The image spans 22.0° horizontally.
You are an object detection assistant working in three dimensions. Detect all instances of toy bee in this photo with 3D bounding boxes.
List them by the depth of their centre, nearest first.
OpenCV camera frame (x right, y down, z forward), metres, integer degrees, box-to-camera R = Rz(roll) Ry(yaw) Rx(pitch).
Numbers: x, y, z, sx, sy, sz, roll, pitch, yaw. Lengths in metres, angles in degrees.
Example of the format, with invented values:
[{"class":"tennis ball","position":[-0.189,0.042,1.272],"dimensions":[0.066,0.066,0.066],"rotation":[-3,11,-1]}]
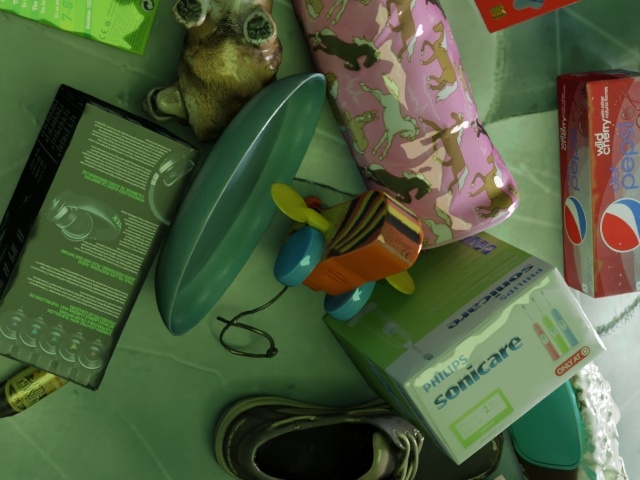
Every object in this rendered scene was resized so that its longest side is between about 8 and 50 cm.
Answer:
[{"class":"toy bee","position":[0.000,0.000,1.828],"dimensions":[0.195,0.298,0.162],"rotation":[51,41,-38]}]

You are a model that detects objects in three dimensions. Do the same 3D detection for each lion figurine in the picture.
[{"class":"lion figurine","position":[-0.095,-0.300,1.733],"dimensions":[0.142,0.240,0.392],"rotation":[9,88,0]}]

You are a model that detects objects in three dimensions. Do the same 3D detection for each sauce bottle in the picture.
[{"class":"sauce bottle","position":[-0.335,0.170,1.832],"dimensions":[0.128,0.042,0.042],"rotation":[-35,109,-8]}]

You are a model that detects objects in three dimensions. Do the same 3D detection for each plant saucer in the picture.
[{"class":"plant saucer","position":[-0.091,-0.046,1.745],"dimensions":[0.043,0.317,0.318],"rotation":[30,91,9]}]

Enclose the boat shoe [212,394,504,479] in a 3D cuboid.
[{"class":"boat shoe","position":[0.056,0.256,1.922],"dimensions":[0.355,0.130,0.132],"rotation":[0,101,-17]}]

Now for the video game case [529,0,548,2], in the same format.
[{"class":"video game case","position":[0.293,-0.449,1.891],"dimensions":[0.244,0.061,0.269],"rotation":[-31,108,-8]}]

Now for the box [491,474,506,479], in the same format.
[{"class":"box","position":[0.149,0.407,1.965],"dimensions":[0.257,0.122,0.128],"rotation":[-36,81,-8]}]

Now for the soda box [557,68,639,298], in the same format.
[{"class":"soda box","position":[0.343,-0.069,1.970],"dimensions":[0.092,0.083,0.263],"rotation":[-7,102,-16]}]

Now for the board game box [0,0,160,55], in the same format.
[{"class":"board game box","position":[-0.295,-0.295,1.754],"dimensions":[0.259,0.039,0.124],"rotation":[16,95,-22]}]

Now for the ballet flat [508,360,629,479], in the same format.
[{"class":"ballet flat","position":[0.317,0.269,2.025],"dimensions":[0.147,0.147,0.409],"rotation":[-16,108,-13]}]

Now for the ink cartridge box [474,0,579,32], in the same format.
[{"class":"ink cartridge box","position":[0.205,-0.325,1.854],"dimensions":[0.145,0.045,0.179],"rotation":[-17,109,33]}]

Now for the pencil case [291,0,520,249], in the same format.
[{"class":"pencil case","position":[0.091,-0.178,1.835],"dimensions":[0.167,0.160,0.386],"rotation":[-16,108,17]}]

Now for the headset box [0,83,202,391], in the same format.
[{"class":"headset box","position":[-0.255,-0.002,1.712],"dimensions":[0.131,0.246,0.283],"rotation":[23,92,-17]}]

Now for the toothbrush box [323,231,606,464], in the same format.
[{"class":"toothbrush box","position":[0.153,0.103,1.841],"dimensions":[0.206,0.283,0.122],"rotation":[-37,108,-8]}]
